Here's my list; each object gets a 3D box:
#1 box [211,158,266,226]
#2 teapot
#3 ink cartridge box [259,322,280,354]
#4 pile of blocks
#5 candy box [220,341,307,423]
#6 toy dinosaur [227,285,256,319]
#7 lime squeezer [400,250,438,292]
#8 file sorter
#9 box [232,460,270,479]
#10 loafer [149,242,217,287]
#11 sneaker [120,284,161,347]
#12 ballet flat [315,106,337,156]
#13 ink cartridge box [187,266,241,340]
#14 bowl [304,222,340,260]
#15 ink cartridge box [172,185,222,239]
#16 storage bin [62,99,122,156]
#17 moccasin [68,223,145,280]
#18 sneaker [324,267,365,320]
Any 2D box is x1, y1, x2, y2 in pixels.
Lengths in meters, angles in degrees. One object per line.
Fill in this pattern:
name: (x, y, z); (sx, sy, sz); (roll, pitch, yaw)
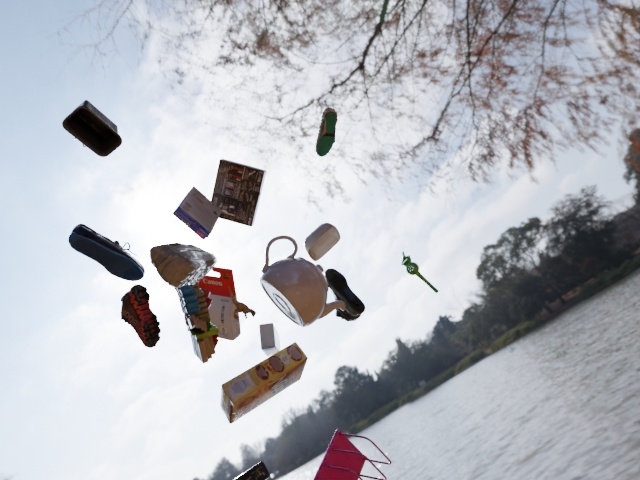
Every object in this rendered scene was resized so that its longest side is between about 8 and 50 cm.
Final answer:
box: (-0.440, -0.251, 2.299); (0.076, 0.242, 0.308); (-75, -1, -77)
teapot: (-0.066, 0.141, 1.434); (0.187, 0.252, 0.256); (-43, -36, -21)
ink cartridge box: (-0.213, 0.429, 1.852); (0.061, 0.104, 0.181); (-8, -28, 0)
pile of blocks: (-0.436, 0.256, 1.594); (0.112, 0.362, 0.149); (-16, -8, -31)
candy box: (-0.207, 0.518, 1.591); (0.316, 0.087, 0.183); (-23, -33, -32)
toy dinosaur: (-0.408, 0.337, 2.205); (0.112, 0.211, 0.064); (-58, -21, 1)
lime squeezer: (0.405, 0.108, 1.910); (0.109, 0.310, 0.059); (13, -65, -28)
file sorter: (0.117, 0.912, 1.643); (0.182, 0.202, 0.291); (-18, 28, 45)
box: (-0.294, 0.800, 1.361); (0.232, 0.059, 0.183); (-11, -30, -48)
loafer: (-0.346, 0.051, 1.116); (0.112, 0.111, 0.319); (-46, 0, -6)
sneaker: (-0.777, 0.334, 1.862); (0.135, 0.276, 0.097); (-24, -7, 19)
ballet flat: (0.029, -0.501, 1.996); (0.091, 0.077, 0.241); (5, -47, -15)
ink cartridge box: (-0.593, 0.329, 2.335); (0.091, 0.308, 0.385); (-37, -52, -58)
bowl: (0.000, 0.000, 1.591); (0.142, 0.053, 0.142); (-44, -26, -6)
ink cartridge box: (-0.571, -0.122, 2.019); (0.065, 0.311, 0.186); (-41, -70, 16)
storage bin: (-0.613, -0.305, 1.173); (0.098, 0.091, 0.135); (-36, -49, 9)
moccasin: (-0.864, 0.041, 1.809); (0.137, 0.117, 0.342); (-29, -47, 10)
sneaker: (0.075, 0.221, 1.692); (0.087, 0.228, 0.130); (-21, -29, -35)
